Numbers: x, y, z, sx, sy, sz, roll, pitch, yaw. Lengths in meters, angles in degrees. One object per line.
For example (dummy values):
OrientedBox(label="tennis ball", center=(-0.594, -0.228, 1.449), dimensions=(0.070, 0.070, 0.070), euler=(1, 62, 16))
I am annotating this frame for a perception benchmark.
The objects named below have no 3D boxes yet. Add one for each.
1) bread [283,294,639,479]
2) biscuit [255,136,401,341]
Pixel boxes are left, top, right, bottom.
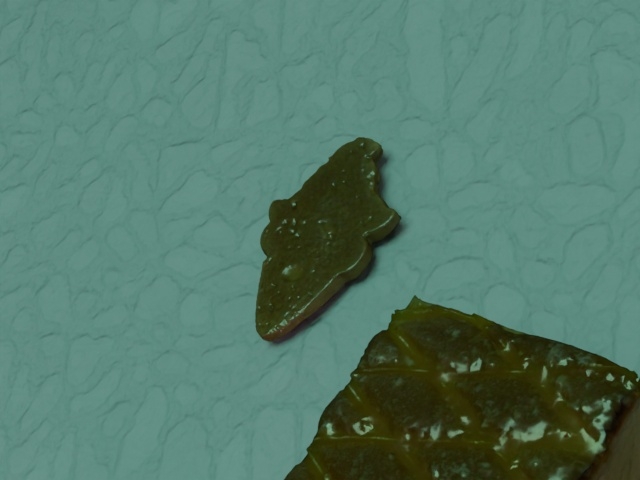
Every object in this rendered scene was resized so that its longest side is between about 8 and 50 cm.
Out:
OrientedBox(label="bread", center=(0.141, 0.230, 1.669), dimensions=(0.279, 0.207, 0.279), euler=(16, 69, 39))
OrientedBox(label="biscuit", center=(0.000, 0.000, 2.032), dimensions=(0.162, 0.035, 0.250), euler=(14, 66, 43))
